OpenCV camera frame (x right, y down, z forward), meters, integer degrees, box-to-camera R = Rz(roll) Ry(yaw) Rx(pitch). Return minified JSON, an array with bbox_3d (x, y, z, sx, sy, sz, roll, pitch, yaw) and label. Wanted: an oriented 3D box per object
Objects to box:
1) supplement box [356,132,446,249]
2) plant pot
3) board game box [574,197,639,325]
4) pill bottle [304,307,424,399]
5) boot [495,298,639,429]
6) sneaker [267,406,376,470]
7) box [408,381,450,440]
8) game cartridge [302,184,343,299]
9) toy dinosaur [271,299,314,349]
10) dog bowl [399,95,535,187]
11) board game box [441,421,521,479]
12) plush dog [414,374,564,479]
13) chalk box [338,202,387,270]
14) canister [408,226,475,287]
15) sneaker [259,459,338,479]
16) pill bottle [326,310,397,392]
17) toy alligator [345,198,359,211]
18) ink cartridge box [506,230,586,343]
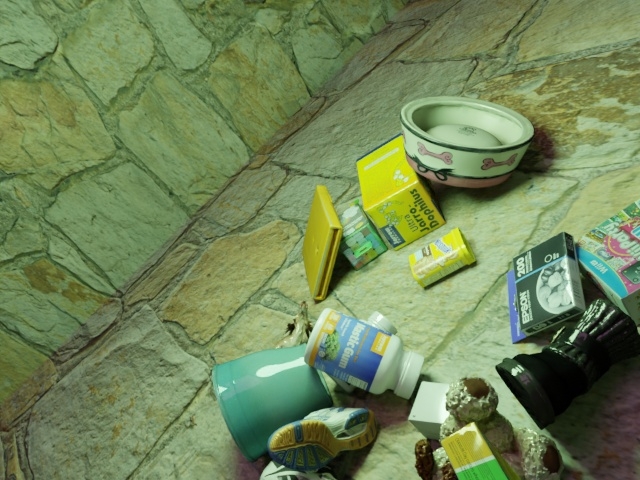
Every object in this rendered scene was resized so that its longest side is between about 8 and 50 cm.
[{"bbox_3d":[0.263,-0.172,1.967,0.195,0.194,0.356,-30,31,18],"label":"supplement box"},{"bbox_3d":[-0.114,0.407,1.554,0.255,0.271,0.271,-24,29,-1],"label":"plant pot"},{"bbox_3d":[0.732,0.013,1.260,0.303,0.097,0.224,-36,29,9],"label":"board game box"},{"bbox_3d":[0.110,0.284,1.435,0.272,0.152,0.152,21,55,10],"label":"pill bottle"},{"bbox_3d":[0.467,0.215,1.074,0.260,0.348,0.131,-39,66,7],"label":"boot"},{"bbox_3d":[-0.011,0.462,1.376,0.131,0.296,0.111,-8,83,53],"label":"sneaker"},{"bbox_3d":[0.269,0.381,1.295,0.102,0.087,0.101,-8,42,44],"label":"box"},{"bbox_3d":[0.000,0.000,2.009,0.323,0.053,0.285,-104,24,-60],"label":"game cartridge"},{"bbox_3d":[-0.106,0.338,1.773,0.296,0.127,0.200,-43,19,21],"label":"toy dinosaur"},{"bbox_3d":[0.442,-0.308,1.820,0.408,0.150,0.408,2,34,-1],"label":"dog bowl"},{"bbox_3d":[0.323,0.459,0.886,0.064,0.316,0.242,-36,30,7],"label":"board game box"},{"bbox_3d":[0.286,0.424,1.122,0.225,0.262,0.210,-44,-6,-26],"label":"plush dog"},{"bbox_3d":[0.129,-0.003,1.955,0.132,0.132,0.213,-34,30,9],"label":"chalk box"},{"bbox_3d":[0.347,0.051,1.683,0.170,0.073,0.126,-31,29,18],"label":"canister"},{"bbox_3d":[-0.019,0.554,1.356,0.331,0.122,0.146,-6,45,45],"label":"sneaker"},{"bbox_3d":[0.107,0.296,1.573,0.215,0.117,0.117,-46,29,-10],"label":"pill bottle"},{"bbox_3d":[0.108,-0.076,2.167,0.051,0.056,0.189,29,65,16],"label":"toy alligator"},{"bbox_3d":[0.500,0.109,1.347,0.208,0.045,0.206,-42,30,46],"label":"ink cartridge box"}]
